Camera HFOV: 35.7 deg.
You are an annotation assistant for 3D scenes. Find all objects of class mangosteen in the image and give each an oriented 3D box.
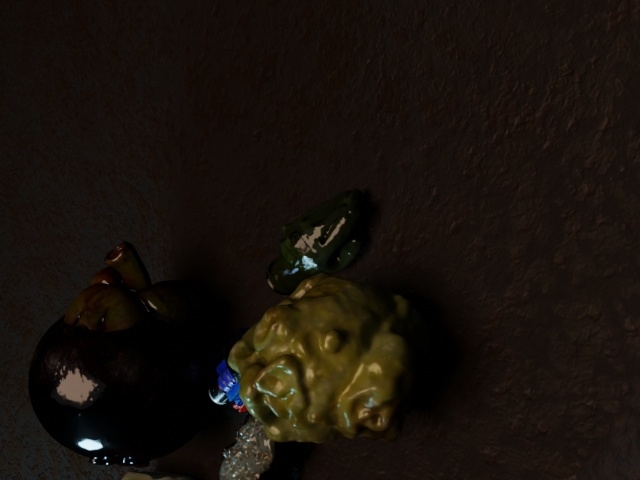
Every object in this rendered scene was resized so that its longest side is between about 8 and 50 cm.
[{"bbox_3d":[-0.392,0.236,2.010,0.382,0.382,0.435,-15,67,46],"label":"mangosteen"}]

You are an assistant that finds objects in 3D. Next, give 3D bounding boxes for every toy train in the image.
[{"bbox_3d":[-0.141,0.247,1.906,0.204,0.131,0.083,-49,57,35],"label":"toy train"}]

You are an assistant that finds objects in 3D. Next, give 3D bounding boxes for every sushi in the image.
[{"bbox_3d":[-0.097,0.415,1.875,0.147,0.115,0.213,52,127,37],"label":"sushi"}]

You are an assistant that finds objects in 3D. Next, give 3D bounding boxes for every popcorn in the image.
[{"bbox_3d":[0.016,0.201,1.601,0.312,0.312,0.312,1,91,47],"label":"popcorn"}]

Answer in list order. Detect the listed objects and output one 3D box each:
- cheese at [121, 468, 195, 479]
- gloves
[{"bbox_3d":[-0.347,0.610,2.137,0.266,0.127,0.233,-4,88,48],"label":"cheese"},{"bbox_3d":[-0.008,0.008,1.789,0.135,0.107,0.268,43,124,1],"label":"gloves"}]
